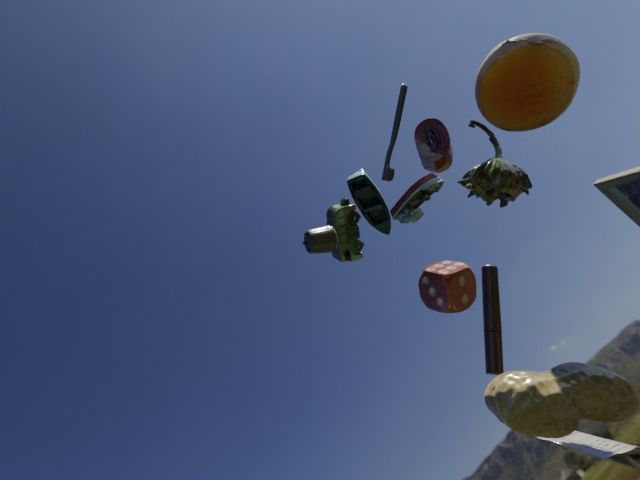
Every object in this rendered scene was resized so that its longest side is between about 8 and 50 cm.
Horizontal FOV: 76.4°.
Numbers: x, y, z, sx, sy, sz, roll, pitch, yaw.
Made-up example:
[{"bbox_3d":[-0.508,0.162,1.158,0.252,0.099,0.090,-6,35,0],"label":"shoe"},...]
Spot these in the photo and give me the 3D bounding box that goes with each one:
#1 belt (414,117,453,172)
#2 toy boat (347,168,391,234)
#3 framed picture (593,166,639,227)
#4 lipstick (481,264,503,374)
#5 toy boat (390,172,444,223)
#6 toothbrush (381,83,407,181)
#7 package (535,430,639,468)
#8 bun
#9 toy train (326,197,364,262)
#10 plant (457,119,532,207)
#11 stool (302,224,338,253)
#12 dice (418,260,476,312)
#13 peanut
[{"bbox_3d":[0.441,-0.361,1.574,0.128,0.200,0.124,-16,-29,18],"label":"belt"},{"bbox_3d":[0.189,-0.132,1.466,0.096,0.061,0.299,-21,-51,19],"label":"toy boat"},{"bbox_3d":[0.639,-0.003,0.644,0.022,0.335,0.247,-46,-2,-2],"label":"framed picture"},{"bbox_3d":[0.561,0.252,1.329,0.057,0.057,0.356,34,-124,-49],"label":"lipstick"},{"bbox_3d":[0.520,-0.210,2.132,0.145,0.133,0.331,-1,-39,-43],"label":"toy boat"},{"bbox_3d":[0.214,-0.309,1.154,0.031,0.030,0.297,15,-99,-20],"label":"toothbrush"},{"bbox_3d":[0.717,0.545,1.083,0.251,0.204,0.062,21,-110,-27],"label":"package"},{"bbox_3d":[0.643,-0.502,1.280,0.164,0.299,0.298,-58,-25,-45],"label":"bun"},{"bbox_3d":[0.119,-0.046,2.026,0.160,0.129,0.326,-17,-71,-22],"label":"toy train"},{"bbox_3d":[0.644,-0.295,1.461,0.180,0.251,0.333,87,-162,-78],"label":"plant"},{"bbox_3d":[0.000,0.000,1.394,0.110,0.096,0.096,-7,-52,-19],"label":"stool"},{"bbox_3d":[0.527,0.188,1.680,0.175,0.174,0.179,-12,-77,-31],"label":"dice"},{"bbox_3d":[0.483,0.316,0.810,0.299,0.136,0.120,-6,-45,-6],"label":"peanut"}]
